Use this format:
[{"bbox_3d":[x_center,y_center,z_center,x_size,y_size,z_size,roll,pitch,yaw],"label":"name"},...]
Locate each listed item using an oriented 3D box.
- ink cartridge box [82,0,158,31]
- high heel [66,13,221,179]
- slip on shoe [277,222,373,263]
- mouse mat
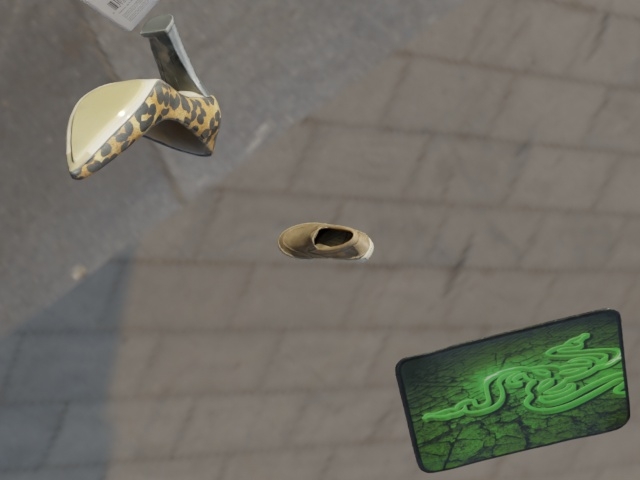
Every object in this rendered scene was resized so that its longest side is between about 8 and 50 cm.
[{"bbox_3d":[-0.236,-0.356,1.828,0.172,0.100,0.237,-47,161,5],"label":"ink cartridge box"},{"bbox_3d":[-0.189,-0.105,1.819,0.261,0.093,0.186,-62,143,-41],"label":"high heel"},{"bbox_3d":[0.000,0.000,1.988,0.041,0.135,0.051,42,66,-48],"label":"slip on shoe"},{"bbox_3d":[0.163,0.128,1.363,0.190,0.007,0.152,-15,132,1],"label":"mouse mat"}]
